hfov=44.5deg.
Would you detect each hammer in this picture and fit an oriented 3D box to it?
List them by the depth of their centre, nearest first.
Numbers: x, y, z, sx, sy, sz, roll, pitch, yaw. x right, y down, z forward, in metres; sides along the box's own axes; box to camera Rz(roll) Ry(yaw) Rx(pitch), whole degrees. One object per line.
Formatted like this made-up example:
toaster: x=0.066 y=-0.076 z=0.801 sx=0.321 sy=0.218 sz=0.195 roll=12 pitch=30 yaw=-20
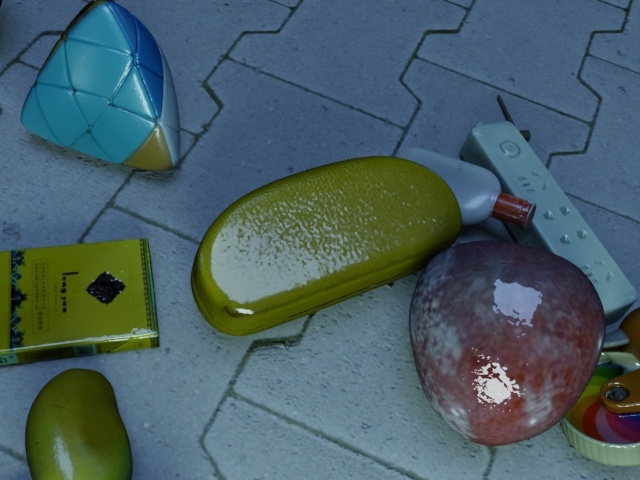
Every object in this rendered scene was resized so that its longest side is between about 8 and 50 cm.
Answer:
hammer: x=0.322 y=-0.209 z=1.336 sx=0.035 sy=0.019 sz=0.110 roll=-4 pitch=50 yaw=-12

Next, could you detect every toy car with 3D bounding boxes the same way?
toy car: x=0.406 y=0.191 z=0.991 sx=0.235 sy=0.145 sz=0.235 roll=-13 pitch=37 yaw=10

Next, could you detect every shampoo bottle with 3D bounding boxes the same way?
shampoo bottle: x=0.209 y=-0.072 z=1.166 sx=0.220 sy=0.051 sz=0.108 roll=22 pitch=57 yaw=24

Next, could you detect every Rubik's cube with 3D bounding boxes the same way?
Rubik's cube: x=-0.313 y=-0.183 z=1.141 sx=0.254 sy=0.254 sz=0.254 roll=4 pitch=54 yaw=-6

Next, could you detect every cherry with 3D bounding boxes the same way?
cherry: x=0.227 y=0.106 z=0.973 sx=0.236 sy=0.213 sz=0.286 roll=10 pitch=63 yaw=27

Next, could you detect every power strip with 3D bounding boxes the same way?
power strip: x=0.332 y=-0.043 z=1.189 sx=0.091 sy=0.062 sz=0.385 roll=-15 pitch=59 yaw=-21

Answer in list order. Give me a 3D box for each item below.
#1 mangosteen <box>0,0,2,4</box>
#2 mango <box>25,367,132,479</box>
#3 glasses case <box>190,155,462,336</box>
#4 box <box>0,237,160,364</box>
mangosteen: x=-0.651 y=-0.403 z=1.185 sx=0.306 sy=0.359 sz=0.306 roll=16 pitch=63 yaw=-36
mango: x=-0.272 y=0.224 z=0.872 sx=0.122 sy=0.085 sz=0.191 roll=23 pitch=30 yaw=-46
glasses case: x=0.000 y=0.000 z=1.057 sx=0.371 sy=0.141 sz=0.173 roll=-19 pitch=74 yaw=-21
box: x=-0.354 y=0.078 z=1.003 sx=0.278 sy=0.041 sz=0.153 roll=-5 pitch=55 yaw=-13
